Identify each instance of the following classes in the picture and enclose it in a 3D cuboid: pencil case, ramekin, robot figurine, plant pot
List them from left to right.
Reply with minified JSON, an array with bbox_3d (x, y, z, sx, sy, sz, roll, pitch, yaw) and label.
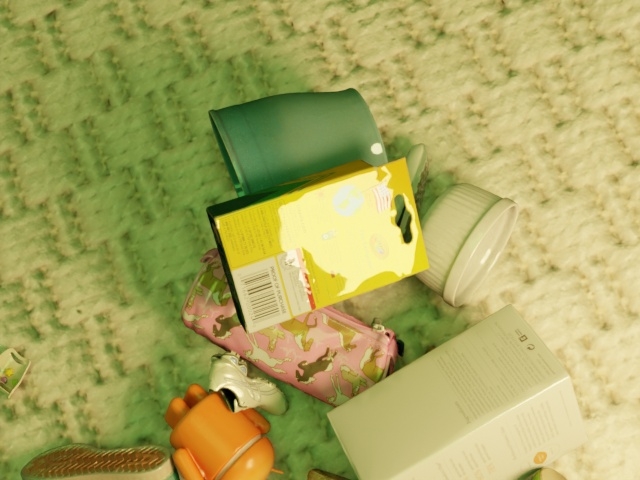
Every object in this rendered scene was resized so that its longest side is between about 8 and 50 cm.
[{"bbox_3d":[-0.170,0.349,1.481,0.219,0.158,0.128,42,101,13],"label":"robot figurine"},{"bbox_3d":[-0.053,0.155,1.495,0.386,0.160,0.167,24,76,11],"label":"pencil case"},{"bbox_3d":[-0.029,-0.142,1.512,0.255,0.271,0.271,-22,76,-6],"label":"plant pot"},{"bbox_3d":[0.238,0.000,1.478,0.109,0.207,0.207,32,83,20],"label":"ramekin"}]

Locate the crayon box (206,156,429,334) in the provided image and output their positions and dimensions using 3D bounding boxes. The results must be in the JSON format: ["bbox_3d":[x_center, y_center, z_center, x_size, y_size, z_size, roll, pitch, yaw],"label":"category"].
[{"bbox_3d":[0.000,0.000,1.380,0.319,0.081,0.202,-18,109,-12],"label":"crayon box"}]

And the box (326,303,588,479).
[{"bbox_3d":[0.221,0.297,1.380,0.345,0.215,0.168,-30,45,-1],"label":"box"}]

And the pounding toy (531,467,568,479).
[{"bbox_3d":[0.383,0.482,1.360,0.110,0.183,0.237,-41,95,18],"label":"pounding toy"}]

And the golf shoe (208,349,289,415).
[{"bbox_3d":[-0.129,0.267,1.483,0.069,0.176,0.086,-24,36,40],"label":"golf shoe"}]

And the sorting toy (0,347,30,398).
[{"bbox_3d":[-0.574,0.240,1.595,0.083,0.045,0.075,32,76,12],"label":"sorting toy"}]

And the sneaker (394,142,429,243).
[{"bbox_3d":[0.132,-0.073,1.565,0.095,0.090,0.235,17,79,19],"label":"sneaker"}]

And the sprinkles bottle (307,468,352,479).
[{"bbox_3d":[-0.020,0.563,1.421,0.121,0.121,0.355,18,80,10],"label":"sprinkles bottle"}]

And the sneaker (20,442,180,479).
[{"bbox_3d":[-0.379,0.427,1.496,0.302,0.108,0.121,-5,112,22],"label":"sneaker"}]
